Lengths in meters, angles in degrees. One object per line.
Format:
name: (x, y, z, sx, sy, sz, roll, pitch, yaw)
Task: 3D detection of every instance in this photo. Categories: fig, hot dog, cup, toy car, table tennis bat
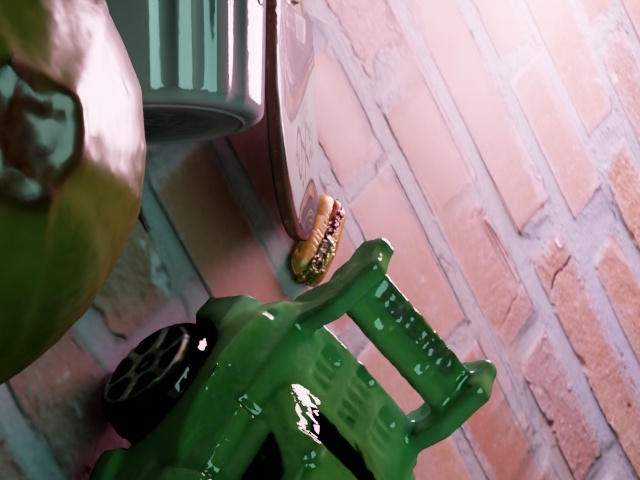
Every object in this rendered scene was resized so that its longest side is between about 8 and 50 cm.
fig: (-0.213, -0.051, 0.688, 0.316, 0.316, 0.316, 13, 71, -44)
hot dog: (0.000, 0.000, 1.110, 0.037, 0.021, 0.083, 40, 54, -32)
cup: (-0.094, -0.172, 0.952, 0.221, 0.167, 0.202, 5, 80, -44)
toy car: (-0.047, 0.182, 0.908, 0.213, 0.176, 0.359, 51, 50, -24)
table tennis bat: (-0.024, -0.149, 1.054, 0.173, 0.022, 0.301, 4, 83, -81)
